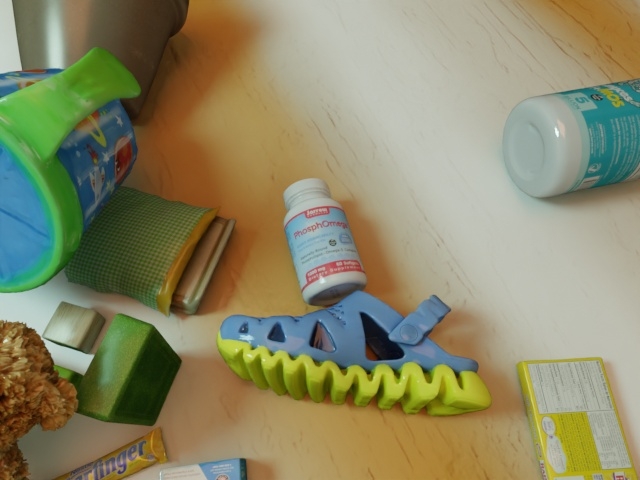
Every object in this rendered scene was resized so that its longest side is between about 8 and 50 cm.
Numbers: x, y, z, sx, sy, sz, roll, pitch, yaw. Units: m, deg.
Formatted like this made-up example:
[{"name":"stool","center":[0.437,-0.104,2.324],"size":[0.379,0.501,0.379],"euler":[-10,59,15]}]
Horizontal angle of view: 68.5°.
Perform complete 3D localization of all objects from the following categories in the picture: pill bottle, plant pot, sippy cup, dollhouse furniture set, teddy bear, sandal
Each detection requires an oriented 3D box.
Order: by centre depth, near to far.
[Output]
[{"name":"teddy bear","center":[-0.383,0.187,0.426],"size":[0.339,0.113,0.244],"euler":[-13,101,20]},{"name":"sippy cup","center":[-0.342,-0.095,0.551],"size":[0.306,0.239,0.224],"euler":[3,32,9]},{"name":"sandal","center":[0.039,0.123,0.564],"size":[0.318,0.126,0.138],"euler":[9,61,-7]},{"name":"dollhouse furniture set","center":[-0.246,0.042,0.566],"size":[0.198,0.151,0.301],"euler":[16,65,6]},{"name":"pill bottle","center":[0.000,0.000,0.631],"size":[0.087,0.087,0.160],"euler":[-14,66,-8]},{"name":"pill bottle","center":[0.420,-0.154,0.688],"size":[0.265,0.146,0.146],"euler":[-11,65,-8]},{"name":"plant pot","center":[-0.336,-0.306,0.703],"size":[0.264,0.263,0.229],"euler":[2,83,-1]}]

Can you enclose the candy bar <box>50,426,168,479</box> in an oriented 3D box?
[{"name":"candy bar","center":[-0.254,0.266,0.533],"size":[0.162,0.018,0.040],"euler":[-22,67,-13]}]

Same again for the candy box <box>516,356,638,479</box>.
[{"name":"candy box","center":[0.308,0.245,0.558],"size":[0.105,0.027,0.205],"euler":[0,65,-5]}]

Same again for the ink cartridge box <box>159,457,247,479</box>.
[{"name":"ink cartridge box","center":[-0.122,0.304,0.501],"size":[0.089,0.052,0.122],"euler":[-6,66,-5]}]
